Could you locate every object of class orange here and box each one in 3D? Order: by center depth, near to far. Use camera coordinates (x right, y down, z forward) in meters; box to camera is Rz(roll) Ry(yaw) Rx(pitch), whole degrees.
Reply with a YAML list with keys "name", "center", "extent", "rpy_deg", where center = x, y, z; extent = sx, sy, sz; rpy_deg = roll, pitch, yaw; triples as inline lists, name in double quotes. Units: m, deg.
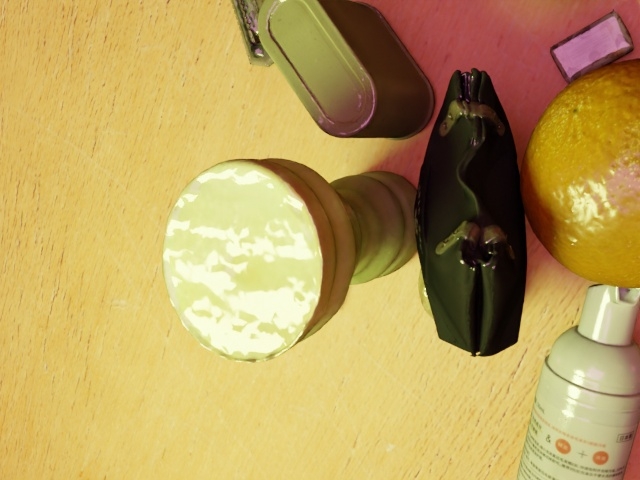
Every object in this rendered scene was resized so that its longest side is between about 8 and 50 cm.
- name: "orange"
  center: [0.372, -0.073, 0.738]
  extent: [0.274, 0.274, 0.274]
  rpy_deg: [6, 103, 26]

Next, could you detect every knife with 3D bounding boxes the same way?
- name: "knife"
  center: [-0.142, -0.480, 1.093]
  extent: [0.089, 0.043, 0.365]
  rpy_deg: [-12, 95, 30]

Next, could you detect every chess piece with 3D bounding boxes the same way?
- name: "chess piece"
  center: [0.000, 0.000, 0.893]
  extent: [0.234, 0.442, 0.234]
  rpy_deg: [4, 99, 26]

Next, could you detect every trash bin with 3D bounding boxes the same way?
- name: "trash bin"
  center: [0.045, -0.257, 0.928]
  extent: [0.121, 0.247, 0.243]
  rpy_deg: [-37, 82, 27]

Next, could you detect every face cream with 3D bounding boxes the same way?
- name: "face cream"
  center: [0.391, 0.217, 0.910]
  extent: [0.145, 0.145, 0.370]
  rpy_deg: [15, 106, 24]

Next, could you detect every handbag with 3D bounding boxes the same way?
- name: "handbag"
  center: [0.193, -0.035, 0.811]
  extent: [0.152, 0.288, 0.342]
  rpy_deg: [-3, 67, 11]

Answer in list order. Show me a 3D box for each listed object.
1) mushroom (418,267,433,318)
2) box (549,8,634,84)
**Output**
- name: "mushroom"
  center: [0.224, 0.071, 0.982]
  extent: [0.148, 0.112, 0.148]
  rpy_deg: [12, 113, 31]
- name: "box"
  center: [0.374, -0.265, 0.871]
  extent: [0.098, 0.045, 0.062]
  rpy_deg: [-30, 87, 28]
